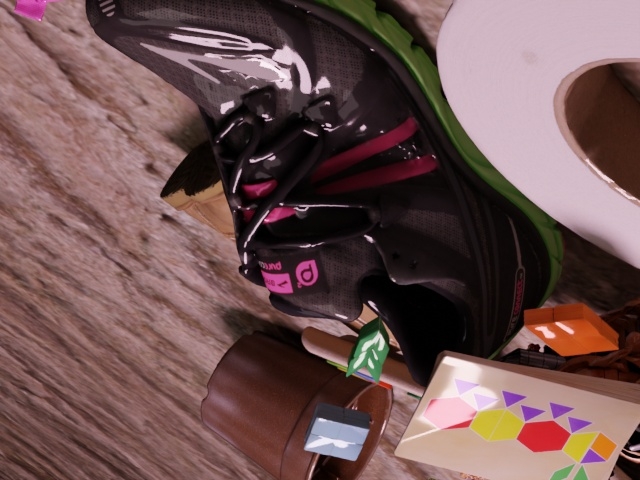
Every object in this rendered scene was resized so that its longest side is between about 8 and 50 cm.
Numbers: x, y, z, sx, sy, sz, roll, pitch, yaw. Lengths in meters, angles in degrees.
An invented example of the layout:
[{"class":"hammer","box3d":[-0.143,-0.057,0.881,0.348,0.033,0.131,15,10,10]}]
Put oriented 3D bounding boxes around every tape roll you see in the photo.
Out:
[{"class":"tape roll","box3d":[0.262,-0.082,1.282,0.392,0.072,0.392,25,158,11]}]

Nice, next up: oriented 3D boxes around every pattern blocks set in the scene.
[{"class":"pattern blocks set","box3d":[0.163,0.146,1.528,0.324,0.026,0.285,20,134,-14]}]

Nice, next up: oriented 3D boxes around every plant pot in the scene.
[{"class":"plant pot","box3d":[-0.032,0.191,2.136,0.165,0.167,0.167,29,160,23]}]

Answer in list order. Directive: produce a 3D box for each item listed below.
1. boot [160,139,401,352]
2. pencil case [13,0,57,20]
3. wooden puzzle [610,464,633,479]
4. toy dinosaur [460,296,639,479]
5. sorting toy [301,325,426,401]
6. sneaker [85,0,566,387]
[{"class":"boot","box3d":[0.000,0.000,1.769,0.269,0.089,0.236,36,170,-13]},{"class":"pencil case","box3d":[-0.203,-0.261,1.423,0.104,0.104,0.236,27,157,6]},{"class":"wooden puzzle","box3d":[0.336,0.351,1.963,0.322,0.080,0.348,44,172,45]},{"class":"toy dinosaur","box3d":[0.252,0.135,1.606,0.218,0.164,0.322,27,154,-22]},{"class":"sorting toy","box3d":[0.083,0.138,1.910,0.193,0.038,0.208,21,180,11]},{"class":"sneaker","box3d":[0.004,-0.051,1.485,0.483,0.202,0.185,40,155,-25]}]
